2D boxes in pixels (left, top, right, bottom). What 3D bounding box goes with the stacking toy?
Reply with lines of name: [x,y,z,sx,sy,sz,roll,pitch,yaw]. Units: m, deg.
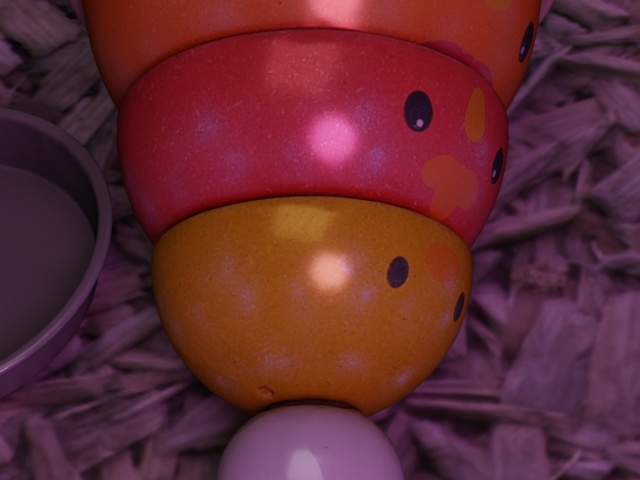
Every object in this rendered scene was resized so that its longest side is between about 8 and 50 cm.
stacking toy: [0.000,0.000,1.004,0.351,0.350,0.480,-4,68,5]

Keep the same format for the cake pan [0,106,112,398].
cake pan: [-0.295,0.018,1.135,0.293,0.054,0.293,-4,50,5]
